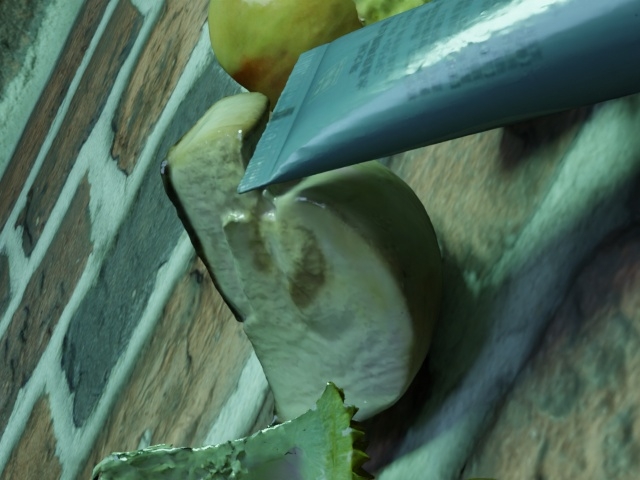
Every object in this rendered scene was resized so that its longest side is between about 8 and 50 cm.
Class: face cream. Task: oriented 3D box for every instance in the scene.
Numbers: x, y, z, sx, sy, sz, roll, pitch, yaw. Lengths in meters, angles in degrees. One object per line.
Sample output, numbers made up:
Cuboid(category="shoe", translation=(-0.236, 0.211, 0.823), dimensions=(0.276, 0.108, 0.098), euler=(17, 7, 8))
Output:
Cuboid(category="face cream", translation=(0.120, -0.112, 0.782), dimensions=(0.385, 0.086, 0.135), euler=(-13, 40, 35))

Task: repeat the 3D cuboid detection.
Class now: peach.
Cuboid(category="peach", translation=(-0.003, -0.189, 1.179), dimensions=(0.184, 0.184, 0.184), euler=(-48, 29, 38))

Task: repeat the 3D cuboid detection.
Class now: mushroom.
Cuboid(category="mushroom", translation=(0.026, -0.005, 0.968), dimensions=(0.173, 0.236, 0.162), euler=(-8, 24, 41))

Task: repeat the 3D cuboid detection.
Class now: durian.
Cuboid(category="durian", translation=(-0.097, 0.216, 0.947), dimensions=(0.306, 0.166, 0.172), euler=(-11, 36, 19))

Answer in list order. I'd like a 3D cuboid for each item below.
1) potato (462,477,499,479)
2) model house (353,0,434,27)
Cuboid(category="potato", translation=(0.042, 0.267, 0.676), dimensions=(0.195, 0.176, 0.369), euler=(46, 118, 37))
Cuboid(category="model house", translation=(0.124, -0.214, 0.943), dimensions=(0.196, 0.160, 0.254), euler=(-34, 40, 51))
